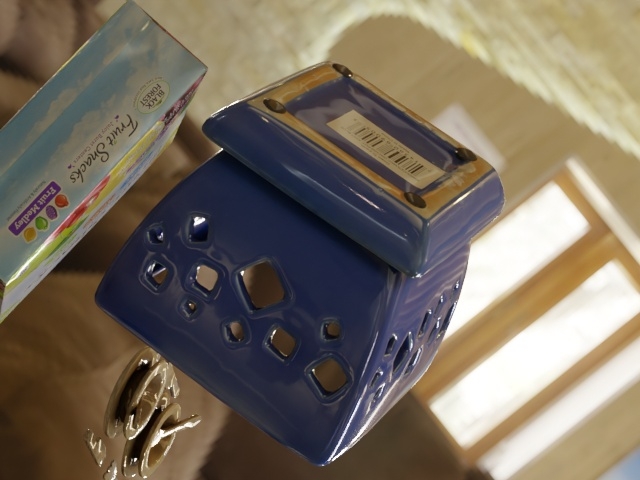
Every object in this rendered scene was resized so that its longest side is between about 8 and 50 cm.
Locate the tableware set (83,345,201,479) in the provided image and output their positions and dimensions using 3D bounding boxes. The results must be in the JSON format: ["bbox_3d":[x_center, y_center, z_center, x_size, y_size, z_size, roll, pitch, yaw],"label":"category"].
[{"bbox_3d":[-0.151,0.160,1.703,0.039,0.128,0.194,23,-22,13],"label":"tableware set"}]

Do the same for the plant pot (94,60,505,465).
[{"bbox_3d":[0.000,0.000,1.501,0.236,0.212,0.236,35,26,12],"label":"plant pot"}]

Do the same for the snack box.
[{"bbox_3d":[-0.159,-0.042,1.161,0.070,0.174,0.207,43,-13,-3],"label":"snack box"}]
